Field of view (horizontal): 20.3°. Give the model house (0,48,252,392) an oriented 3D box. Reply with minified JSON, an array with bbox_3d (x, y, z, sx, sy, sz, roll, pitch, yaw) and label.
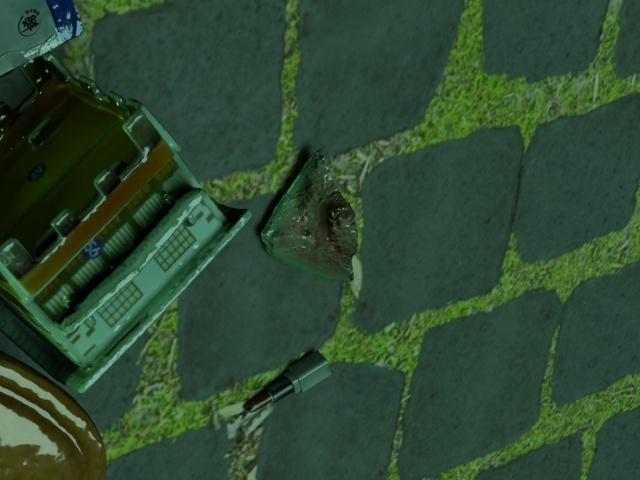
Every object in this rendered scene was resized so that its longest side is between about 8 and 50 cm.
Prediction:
[{"bbox_3d":[-0.208,-0.018,1.557,0.224,0.198,0.215,-47,136,-13],"label":"model house"}]

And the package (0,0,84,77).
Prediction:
[{"bbox_3d":[-0.292,-0.203,1.476,0.173,0.027,0.171,-30,130,-16],"label":"package"}]

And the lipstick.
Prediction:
[{"bbox_3d":[-0.038,0.161,1.976,0.107,0.025,0.025,-30,132,-20],"label":"lipstick"}]

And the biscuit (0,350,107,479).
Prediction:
[{"bbox_3d":[-0.370,0.281,1.597,0.349,0.078,0.455,3,114,-24],"label":"biscuit"}]

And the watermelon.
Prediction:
[{"bbox_3d":[-0.004,-0.003,1.875,0.101,0.080,0.155,-37,152,-9],"label":"watermelon"}]
